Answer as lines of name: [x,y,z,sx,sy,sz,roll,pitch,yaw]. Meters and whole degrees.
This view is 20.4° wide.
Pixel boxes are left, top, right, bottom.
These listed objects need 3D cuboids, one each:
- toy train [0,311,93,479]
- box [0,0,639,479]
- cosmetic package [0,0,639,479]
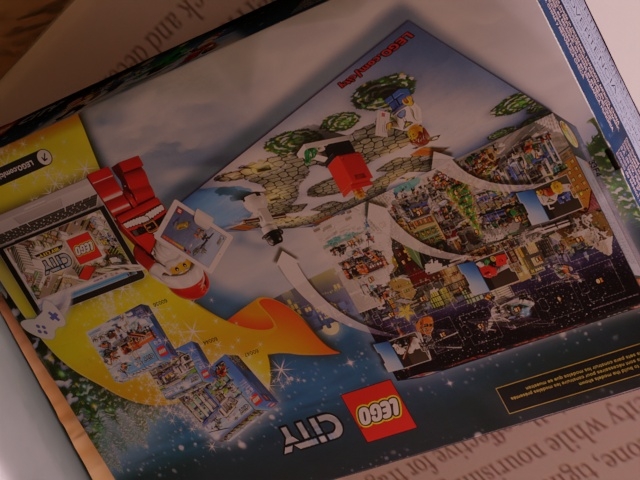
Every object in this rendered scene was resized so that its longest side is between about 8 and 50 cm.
toy train: [-0.159,0.113,0.691,0.142,0.190,0.334,-43,118,-42]
box: [0.000,0.000,0.612,0.159,0.233,0.044,61,29,-16]
cosmetic package: [0.104,-0.041,0.818,0.394,0.329,0.327,47,50,-8]
